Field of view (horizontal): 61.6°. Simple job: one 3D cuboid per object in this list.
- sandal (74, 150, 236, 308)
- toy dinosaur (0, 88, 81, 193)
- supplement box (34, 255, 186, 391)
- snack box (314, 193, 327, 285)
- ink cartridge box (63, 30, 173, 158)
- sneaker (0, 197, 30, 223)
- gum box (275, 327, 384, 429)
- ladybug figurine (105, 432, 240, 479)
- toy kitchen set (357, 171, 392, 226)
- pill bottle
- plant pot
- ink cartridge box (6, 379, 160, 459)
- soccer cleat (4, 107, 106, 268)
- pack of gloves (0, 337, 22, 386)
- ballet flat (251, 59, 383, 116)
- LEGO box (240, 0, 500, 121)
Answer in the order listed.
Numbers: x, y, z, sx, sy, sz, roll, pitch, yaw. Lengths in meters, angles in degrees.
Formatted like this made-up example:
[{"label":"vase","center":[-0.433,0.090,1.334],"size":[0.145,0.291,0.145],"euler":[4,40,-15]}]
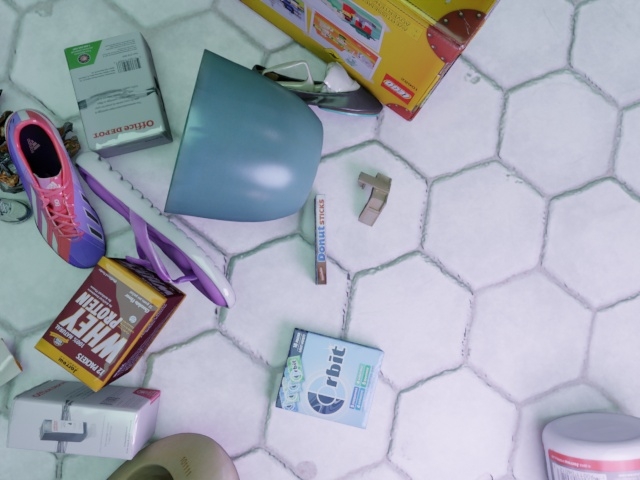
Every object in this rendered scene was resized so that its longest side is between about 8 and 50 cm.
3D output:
[{"label":"sandal","center":[-0.326,0.002,1.009],"size":[0.416,0.169,0.102],"euler":[41,71,12]},{"label":"toy dinosaur","center":[-0.634,-0.187,0.999],"size":[0.322,0.164,0.218],"euler":[-20,97,-42]},{"label":"supplement box","center":[-0.370,0.143,0.982],"size":[0.129,0.194,0.191],"euler":[36,86,0]},{"label":"snack box","center":[0.000,0.000,1.073],"size":[0.022,0.064,0.178],"euler":[-1,86,-4]},{"label":"ink cartridge box","center":[-0.394,-0.282,1.060],"size":[0.153,0.087,0.208],"euler":[-14,86,-4]},{"label":"sneaker","center":[-0.642,-0.065,1.050],"size":[0.135,0.058,0.052],"euler":[10,86,-3]},{"label":"gum box","center":[0.018,0.273,1.069],"size":[0.184,0.041,0.157],"euler":[14,86,-3]},{"label":"ladybug figurine","center":[-0.304,0.550,0.943],"size":[0.449,0.305,0.162],"euler":[-44,133,-3]},{"label":"toy kitchen set","center":[0.097,-0.092,1.100],"size":[0.068,0.075,0.083],"euler":[23,46,-4]},{"label":"pill bottle","center":[0.546,0.527,0.994],"size":[0.210,0.210,0.363],"euler":[-8,88,-3]},{"label":"plant pot","center":[-0.133,-0.163,0.976],"size":[0.235,0.293,0.293],"euler":[15,86,-17]},{"label":"ink cartridge box","center":[-0.426,0.324,0.986],"size":[0.218,0.158,0.092],"euler":[8,87,-2]},{"label":"soccer cleat","center":[-0.483,-0.081,0.983],"size":[0.108,0.116,0.318],"euler":[-23,113,-21]},{"label":"pack of gloves","center":[-0.718,0.248,1.046],"size":[0.232,0.046,0.195],"euler":[-37,77,-7]},{"label":"ballet flat","center":[-0.010,-0.303,1.066],"size":[0.280,0.095,0.096],"euler":[3,124,-3]},{"label":"LEGO box","center":[0.049,-0.474,0.951],"size":[0.500,0.372,0.193],"euler":[35,85,-1]}]
